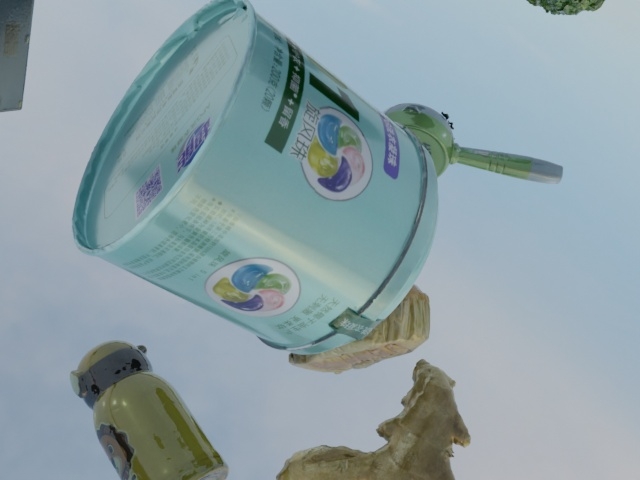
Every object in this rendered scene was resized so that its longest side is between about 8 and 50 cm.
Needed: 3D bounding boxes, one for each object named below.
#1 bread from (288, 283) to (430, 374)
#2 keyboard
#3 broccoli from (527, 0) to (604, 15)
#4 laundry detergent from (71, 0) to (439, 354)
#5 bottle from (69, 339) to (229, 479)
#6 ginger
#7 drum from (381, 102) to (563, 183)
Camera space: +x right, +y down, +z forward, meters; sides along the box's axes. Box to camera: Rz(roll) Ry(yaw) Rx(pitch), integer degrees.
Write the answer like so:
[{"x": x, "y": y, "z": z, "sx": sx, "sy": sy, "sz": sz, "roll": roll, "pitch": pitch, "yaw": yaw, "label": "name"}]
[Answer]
[{"x": 0.095, "y": 0.220, "z": 1.864, "sx": 0.236, "sy": 0.389, "sz": 0.183, "roll": 30, "pitch": -130, "yaw": -53, "label": "bread"}, {"x": -0.357, "y": -0.231, "z": 0.836, "sx": 0.014, "sy": 0.176, "sz": 0.055, "roll": 29, "pitch": -153, "yaw": 23, "label": "keyboard"}, {"x": 0.273, "y": -0.430, "z": 0.738, "sx": 0.310, "sy": 0.413, "sz": 0.321, "roll": -31, "pitch": -120, "yaw": -24, "label": "broccoli"}, {"x": -0.050, "y": -0.047, "z": 0.770, "sx": 0.305, "sy": 0.287, "sz": 0.287, "roll": 32, "pitch": -150, "yaw": -33, "label": "laundry detergent"}, {"x": -0.332, "y": 0.338, "z": 1.356, "sx": 0.172, "sy": 0.171, "sz": 0.351, "roll": -11, "pitch": -130, "yaw": -46, "label": "bottle"}, {"x": 0.165, "y": 0.403, "z": 1.217, "sx": 0.348, "sy": 0.122, "sz": 0.363, "roll": -43, "pitch": -118, "yaw": -11, "label": "ginger"}, {"x": 0.184, "y": -0.126, "z": 0.952, "sx": 0.253, "sy": 0.130, "sz": 0.049, "roll": 2, "pitch": -132, "yaw": 17, "label": "drum"}]
